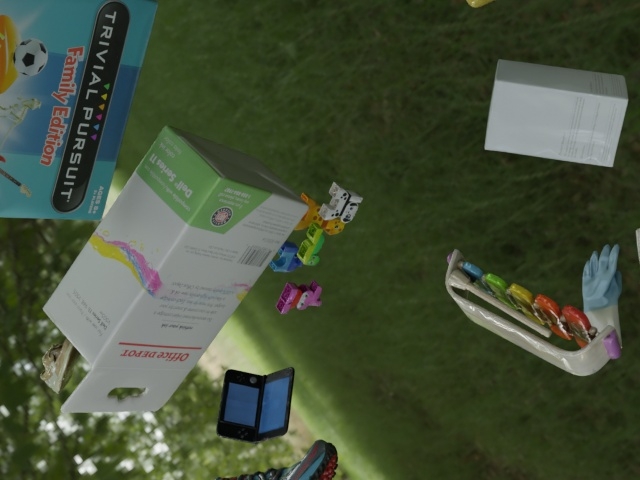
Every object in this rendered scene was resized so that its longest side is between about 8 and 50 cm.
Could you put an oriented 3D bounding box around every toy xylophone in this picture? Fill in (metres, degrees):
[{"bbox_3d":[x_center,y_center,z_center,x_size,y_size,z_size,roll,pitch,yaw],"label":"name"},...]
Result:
[{"bbox_3d":[0.333,0.116,1.658,0.323,0.081,0.236,30,171,23],"label":"toy xylophone"}]

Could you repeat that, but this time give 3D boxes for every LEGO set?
[{"bbox_3d":[0.000,0.000,1.582,0.093,0.227,0.087,7,-151,-38],"label":"LEGO set"}]

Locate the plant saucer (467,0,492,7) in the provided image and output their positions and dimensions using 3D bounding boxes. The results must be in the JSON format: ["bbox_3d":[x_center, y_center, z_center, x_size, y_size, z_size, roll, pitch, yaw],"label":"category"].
[{"bbox_3d":[0.387,-0.646,1.882,0.081,0.333,0.332,-120,7,-72],"label":"plant saucer"}]

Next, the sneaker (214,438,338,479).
[{"bbox_3d":[-0.091,0.350,1.352,0.125,0.262,0.104,44,179,22],"label":"sneaker"}]

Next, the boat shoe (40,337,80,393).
[{"bbox_3d":[-0.382,0.177,1.470,0.045,0.050,0.135,32,135,-1],"label":"boat shoe"}]

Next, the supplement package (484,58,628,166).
[{"bbox_3d":[0.328,-0.180,1.418,0.105,0.179,0.105,-67,-15,-59],"label":"supplement package"}]

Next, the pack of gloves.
[{"bbox_3d":[0.550,0.090,1.768,0.046,0.232,0.195,33,141,-30],"label":"pack of gloves"}]

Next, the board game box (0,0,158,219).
[{"bbox_3d":[-0.343,-0.153,0.998,0.079,0.253,0.336,30,-161,39],"label":"board game box"}]

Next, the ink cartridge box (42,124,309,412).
[{"bbox_3d":[-0.197,0.048,1.268,0.119,0.353,0.207,43,-167,28],"label":"ink cartridge box"}]

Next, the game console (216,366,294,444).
[{"bbox_3d":[-0.125,0.309,1.943,0.085,0.124,0.144,121,160,-54],"label":"game console"}]
